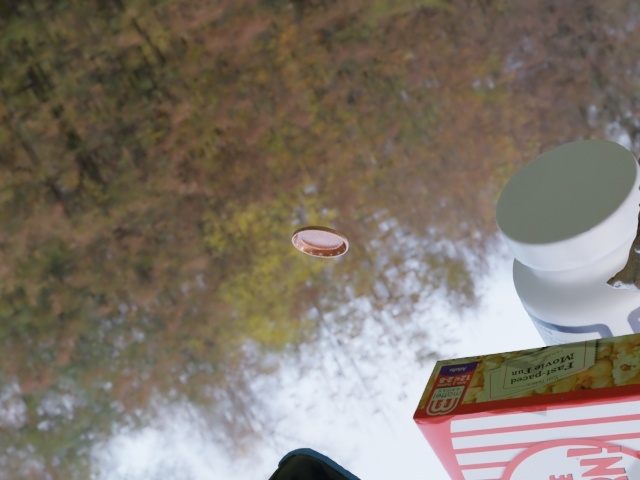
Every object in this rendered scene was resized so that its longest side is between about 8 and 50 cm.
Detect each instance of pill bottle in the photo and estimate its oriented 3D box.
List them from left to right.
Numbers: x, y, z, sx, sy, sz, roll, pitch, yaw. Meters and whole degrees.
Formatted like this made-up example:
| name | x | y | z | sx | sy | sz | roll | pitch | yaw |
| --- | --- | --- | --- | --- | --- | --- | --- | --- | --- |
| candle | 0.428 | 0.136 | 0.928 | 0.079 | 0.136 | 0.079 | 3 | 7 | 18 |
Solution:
| name | x | y | z | sx | sy | sz | roll | pitch | yaw |
| --- | --- | --- | --- | --- | --- | --- | --- | --- | --- |
| pill bottle | 0.260 | 0.049 | 1.079 | 0.153 | 0.265 | 0.153 | -22 | -144 | 17 |

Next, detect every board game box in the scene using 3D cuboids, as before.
| name | x | y | z | sx | sy | sz | roll | pitch | yaw |
| --- | --- | --- | --- | --- | --- | --- | --- | --- | --- |
| board game box | 0.162 | 0.110 | 0.576 | 0.193 | 0.147 | 0.045 | -13 | -149 | 35 |

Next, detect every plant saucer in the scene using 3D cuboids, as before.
| name | x | y | z | sx | sy | sz | roll | pitch | yaw |
| --- | --- | --- | --- | --- | --- | --- | --- | --- | --- |
| plant saucer | 0.000 | 0.000 | 1.812 | 0.083 | 0.083 | 0.013 | -14 | -126 | 38 |

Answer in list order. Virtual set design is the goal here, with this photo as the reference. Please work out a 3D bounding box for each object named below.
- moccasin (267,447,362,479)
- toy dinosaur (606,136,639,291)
| name | x | y | z | sx | sy | sz | roll | pitch | yaw |
| --- | --- | --- | --- | --- | --- | --- | --- | --- | --- |
| moccasin | 0.069 | 0.329 | 1.185 | 0.342 | 0.138 | 0.117 | 23 | -120 | 41 |
| toy dinosaur | 0.248 | -0.067 | 0.627 | 0.295 | 0.200 | 0.127 | -6 | -164 | -27 |
